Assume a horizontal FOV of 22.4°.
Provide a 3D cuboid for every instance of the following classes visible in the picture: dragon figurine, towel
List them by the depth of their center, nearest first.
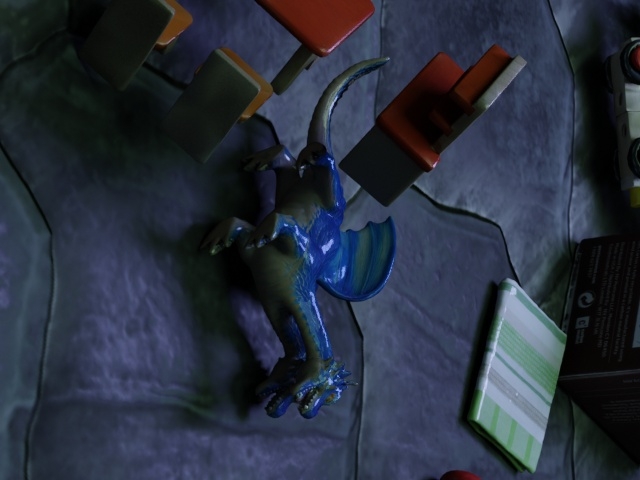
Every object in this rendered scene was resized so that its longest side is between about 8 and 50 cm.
[{"bbox_3d":[0.000,0.000,1.240,0.144,0.085,0.289,51,47,-33],"label":"dragon figurine"},{"bbox_3d":[0.181,0.126,1.505,0.113,0.023,0.152,43,53,-36],"label":"towel"}]

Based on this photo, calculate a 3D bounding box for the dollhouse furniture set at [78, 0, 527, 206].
[{"bbox_3d":[0.005,-0.162,1.159,0.259,0.135,0.262,42,48,-1],"label":"dollhouse furniture set"}]

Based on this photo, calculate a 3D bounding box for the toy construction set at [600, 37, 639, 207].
[{"bbox_3d":[0.411,-0.124,1.723,0.215,0.151,0.328,-2,68,-12],"label":"toy construction set"}]

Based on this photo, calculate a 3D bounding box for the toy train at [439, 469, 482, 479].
[{"bbox_3d":[0.201,0.292,1.389,0.248,0.143,0.105,45,50,-37],"label":"toy train"}]

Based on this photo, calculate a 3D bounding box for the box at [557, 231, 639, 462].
[{"bbox_3d":[0.364,0.108,1.621,0.203,0.167,0.168,43,50,-39],"label":"box"}]
